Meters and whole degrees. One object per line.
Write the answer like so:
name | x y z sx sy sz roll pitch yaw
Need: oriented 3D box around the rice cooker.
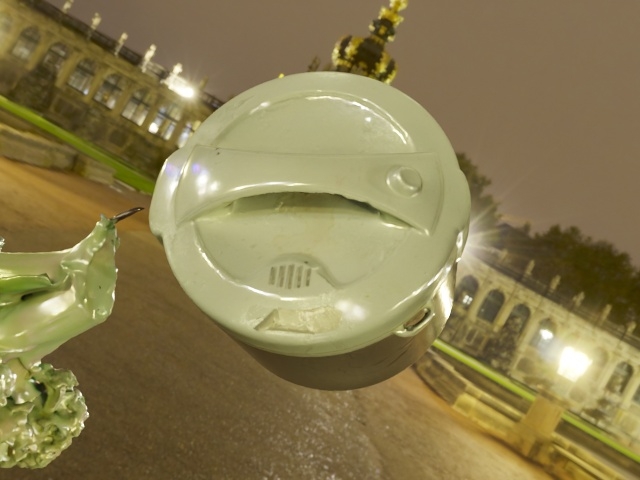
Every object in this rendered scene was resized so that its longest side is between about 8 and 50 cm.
rice cooker | 0.000 -0.003 0.605 0.288 0.288 0.277 29 -16 22

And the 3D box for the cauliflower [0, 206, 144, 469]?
cauliflower | -0.279 0.074 0.516 0.238 0.316 0.256 64 2 14
